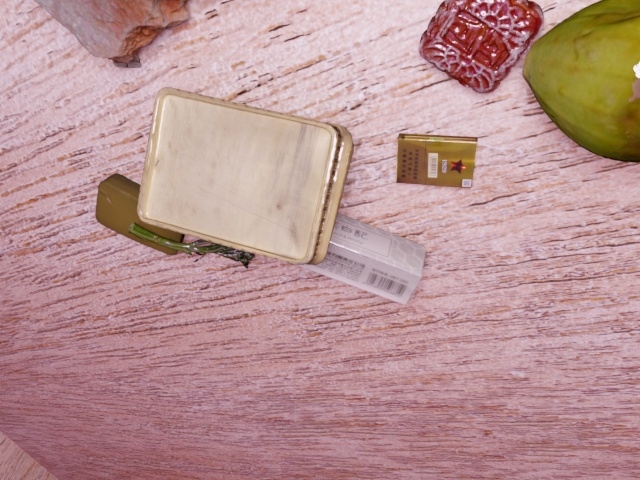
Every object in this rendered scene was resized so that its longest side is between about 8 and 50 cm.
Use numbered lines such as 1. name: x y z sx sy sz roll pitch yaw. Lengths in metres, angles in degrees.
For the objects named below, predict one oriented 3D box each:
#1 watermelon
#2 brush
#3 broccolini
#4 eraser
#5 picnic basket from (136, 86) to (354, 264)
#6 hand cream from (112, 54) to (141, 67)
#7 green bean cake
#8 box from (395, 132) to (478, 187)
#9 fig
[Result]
1. watermelon: -0.292 -0.410 0.694 0.264 0.151 0.302 -21 124 15
2. brush: -0.387 -0.056 1.108 0.197 0.059 0.123 26 129 -4
3. broccolini: -0.260 -0.005 1.054 0.271 0.062 0.123 13 132 -19
4. eraser: 0.000 0.000 0.998 0.403 0.096 0.098 21 134 2
5. picnic basket: -0.109 -0.104 0.842 0.312 0.175 0.228 15 100 11
6. hand cream: -0.355 -0.370 0.856 0.057 0.037 0.165 6 138 13
7. green bean cake: 0.221 -0.287 0.705 0.135 0.056 0.136 27 132 -6
8. box: 0.195 -0.136 0.864 0.133 0.023 0.090 5 132 15
9. fig: 0.378 -0.203 0.624 0.229 0.207 0.207 15 132 6
